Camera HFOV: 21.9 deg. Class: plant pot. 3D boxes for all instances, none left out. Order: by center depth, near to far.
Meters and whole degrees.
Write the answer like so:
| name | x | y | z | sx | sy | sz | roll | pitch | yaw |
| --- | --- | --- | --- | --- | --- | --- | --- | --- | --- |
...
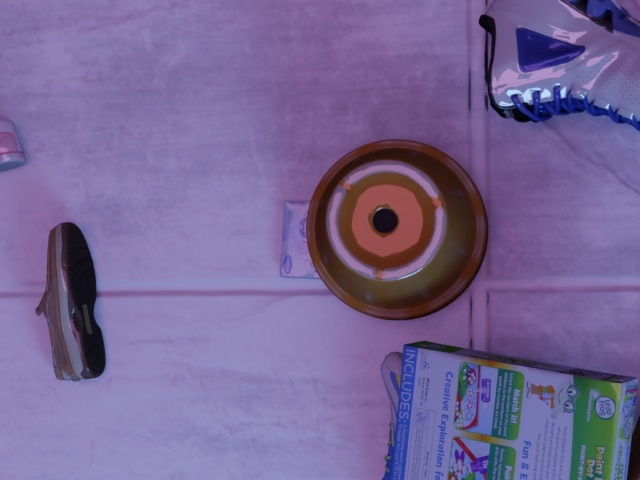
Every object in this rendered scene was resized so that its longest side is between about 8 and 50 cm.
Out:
| name | x | y | z | sx | sy | sz | roll | pitch | yaw |
| --- | --- | --- | --- | --- | --- | --- | --- | --- | --- |
| plant pot | 0.079 | -0.016 | 1.806 | 0.205 | 0.188 | 0.205 | 0 | 86 | 6 |

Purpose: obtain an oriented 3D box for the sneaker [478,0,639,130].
| name | x | y | z | sx | sy | sz | roll | pitch | yaw |
| --- | --- | --- | --- | --- | --- | --- | --- | --- | --- |
| sneaker | 0.289 | -0.175 | 1.821 | 0.182 | 0.127 | 0.315 | -47 | 70 | 10 |

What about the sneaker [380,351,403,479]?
| name | x | y | z | sx | sy | sz | roll | pitch | yaw |
| --- | --- | --- | --- | --- | --- | --- | --- | --- | --- |
| sneaker | 0.098 | 0.250 | 1.845 | 0.126 | 0.091 | 0.240 | -29 | 80 | 11 |

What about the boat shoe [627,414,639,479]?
| name | x | y | z | sx | sy | sz | roll | pitch | yaw |
| --- | --- | --- | --- | --- | --- | --- | --- | --- | --- |
| boat shoe | 0.413 | 0.163 | 1.777 | 0.096 | 0.098 | 0.277 | 26 | 85 | -8 |

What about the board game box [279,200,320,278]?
| name | x | y | z | sx | sy | sz | roll | pitch | yaw |
| --- | --- | --- | --- | --- | --- | --- | --- | --- | --- |
| board game box | 0.000 | 0.000 | 1.924 | 0.090 | 0.020 | 0.090 | 3 | 87 | 12 |

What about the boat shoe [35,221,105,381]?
| name | x | y | z | sx | sy | sz | roll | pitch | yaw |
| --- | --- | --- | --- | --- | --- | --- | --- | --- | --- |
| boat shoe | -0.310 | 0.075 | 1.977 | 0.072 | 0.068 | 0.190 | -10 | 84 | 25 |

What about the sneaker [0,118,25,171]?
| name | x | y | z | sx | sy | sz | roll | pitch | yaw |
| --- | --- | --- | --- | --- | --- | --- | --- | --- | --- |
| sneaker | -0.430 | -0.113 | 2.027 | 0.134 | 0.051 | 0.070 | -13 | 81 | 10 |

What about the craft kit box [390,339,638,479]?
| name | x | y | z | sx | sy | sz | roll | pitch | yaw |
| --- | --- | --- | --- | --- | --- | --- | --- | --- | --- |
| craft kit box | 0.193 | 0.245 | 1.722 | 0.247 | 0.061 | 0.249 | 9 | 96 | 31 |
